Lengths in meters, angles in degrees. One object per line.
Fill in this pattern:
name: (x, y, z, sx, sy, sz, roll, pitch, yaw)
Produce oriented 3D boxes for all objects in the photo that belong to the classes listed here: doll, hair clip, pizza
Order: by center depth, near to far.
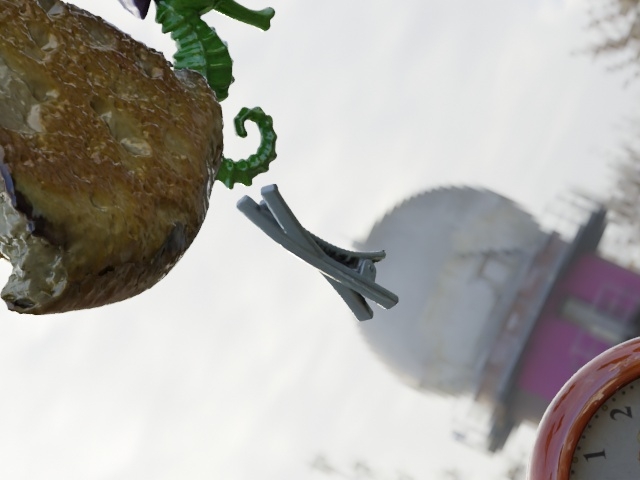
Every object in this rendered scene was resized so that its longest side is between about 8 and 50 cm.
pizza: (-0.077, -0.029, 0.546, 0.036, 0.099, 0.160, -43, 8, 23)
hair clip: (-0.001, 0.000, 1.029, 0.115, 0.030, 0.039, 39, -145, -35)
doll: (-0.081, -0.128, 1.248, 0.050, 0.115, 0.190, 174, 87, -70)

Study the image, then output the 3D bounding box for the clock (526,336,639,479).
clock: (0.232, 0.160, 1.134, 0.205, 0.205, 0.051, -62, -1, -9)
